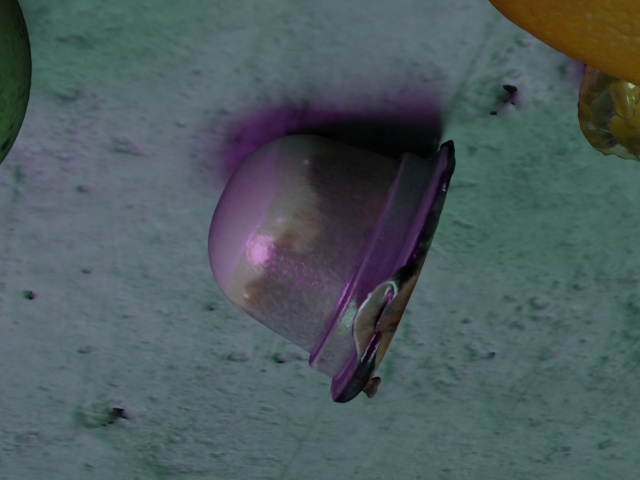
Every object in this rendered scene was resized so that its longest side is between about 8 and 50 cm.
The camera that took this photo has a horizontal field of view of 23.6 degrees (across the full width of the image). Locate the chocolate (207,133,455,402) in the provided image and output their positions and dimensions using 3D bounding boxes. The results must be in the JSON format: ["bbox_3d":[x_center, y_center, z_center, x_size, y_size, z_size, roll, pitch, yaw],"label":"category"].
[{"bbox_3d":[-0.004,0.004,1.065,0.147,0.221,0.221,18,144,-7],"label":"chocolate"}]

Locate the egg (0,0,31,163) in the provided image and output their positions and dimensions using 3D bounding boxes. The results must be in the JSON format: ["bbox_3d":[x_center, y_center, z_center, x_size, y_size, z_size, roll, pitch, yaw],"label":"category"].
[{"bbox_3d":[-0.250,-0.095,0.873,0.177,0.177,0.228,-5,162,2],"label":"egg"}]

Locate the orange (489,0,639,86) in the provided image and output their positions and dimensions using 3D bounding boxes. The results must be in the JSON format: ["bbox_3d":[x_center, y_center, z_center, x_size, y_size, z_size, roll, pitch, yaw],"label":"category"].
[{"bbox_3d":[0.182,-0.191,0.724,0.264,0.264,0.264,-3,147,-2],"label":"orange"}]

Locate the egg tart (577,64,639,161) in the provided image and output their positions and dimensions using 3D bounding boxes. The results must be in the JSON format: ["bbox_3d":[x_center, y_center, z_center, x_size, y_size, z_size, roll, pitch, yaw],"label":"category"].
[{"bbox_3d":[0.313,-0.107,0.975,0.297,0.132,0.297,-7,144,-5],"label":"egg tart"}]
